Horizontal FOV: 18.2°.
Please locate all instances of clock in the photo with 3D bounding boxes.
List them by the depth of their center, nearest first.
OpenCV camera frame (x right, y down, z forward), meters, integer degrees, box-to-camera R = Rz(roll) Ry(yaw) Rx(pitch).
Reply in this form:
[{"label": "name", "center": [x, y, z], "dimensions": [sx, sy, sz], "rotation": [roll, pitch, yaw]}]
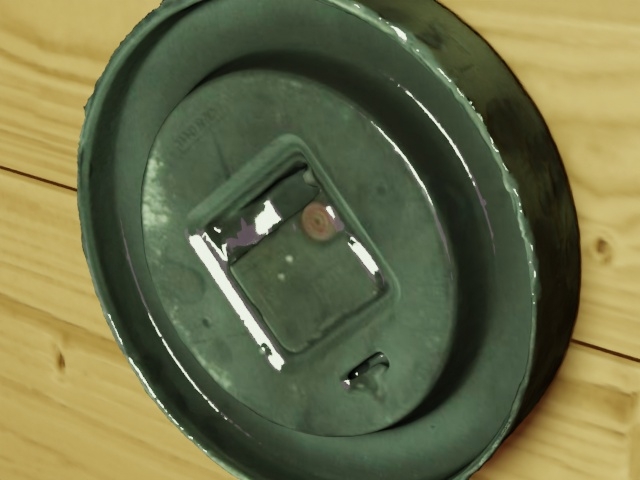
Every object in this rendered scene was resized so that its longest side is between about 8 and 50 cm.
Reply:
[{"label": "clock", "center": [0.000, 0.000, 0.986], "dimensions": [0.280, 0.055, 0.281], "rotation": [15, 117, 32]}]
